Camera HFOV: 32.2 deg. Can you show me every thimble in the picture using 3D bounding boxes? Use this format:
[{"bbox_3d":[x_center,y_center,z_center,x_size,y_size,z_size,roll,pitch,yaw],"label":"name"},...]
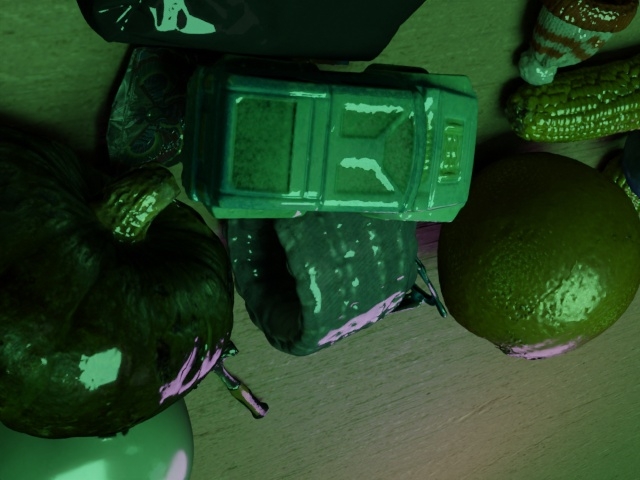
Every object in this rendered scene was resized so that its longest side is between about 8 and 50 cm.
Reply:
[{"bbox_3d":[0.000,0.000,1.228,0.172,0.205,0.236,-25,130,-24],"label":"thimble"}]

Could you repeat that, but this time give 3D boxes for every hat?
[{"bbox_3d":[0.286,-0.240,1.301,0.112,0.093,0.162,9,136,-16],"label":"hat"}]

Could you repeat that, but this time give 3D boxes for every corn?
[{"bbox_3d":[0.369,-0.181,1.438,0.313,0.102,0.102,-18,142,-27],"label":"corn"},{"bbox_3d":[0.449,-0.037,1.708,0.080,0.080,0.231,-20,142,-25],"label":"corn"}]

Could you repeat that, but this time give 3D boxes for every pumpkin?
[{"bbox_3d":[-0.206,0.046,0.969,0.325,0.232,0.242,25,112,-28],"label":"pumpkin"}]

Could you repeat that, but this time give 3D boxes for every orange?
[{"bbox_3d":[0.284,0.021,1.448,0.274,0.274,0.274,-25,145,-19],"label":"orange"}]

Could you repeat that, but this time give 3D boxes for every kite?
[{"bbox_3d":[-0.088,-0.138,1.129,0.285,0.015,0.152,-10,133,-36],"label":"kite"}]

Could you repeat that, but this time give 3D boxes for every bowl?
[{"bbox_3d":[-0.294,0.299,1.321,0.354,0.185,0.354,-24,144,-19],"label":"bowl"}]

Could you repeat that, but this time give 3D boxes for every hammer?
[{"bbox_3d":[-0.119,0.203,1.518,0.078,0.021,0.201,-35,146,-4],"label":"hammer"}]

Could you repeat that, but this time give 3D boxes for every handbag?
[{"bbox_3d":[-0.024,-0.279,0.881,0.302,0.178,0.275,-3,149,-41],"label":"handbag"}]

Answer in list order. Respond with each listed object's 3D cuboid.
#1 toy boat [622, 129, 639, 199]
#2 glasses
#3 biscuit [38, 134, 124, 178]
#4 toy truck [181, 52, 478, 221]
[{"bbox_3d":[0.569,-0.169,1.547,0.330,0.215,0.123,-28,135,-4],"label":"toy boat"},{"bbox_3d":[0.045,0.043,1.448,0.207,0.102,0.239,-12,150,11],"label":"glasses"},{"bbox_3d":[-0.250,-0.027,1.109,0.138,0.031,0.205,-43,148,8],"label":"biscuit"},{"bbox_3d":[0.014,-0.090,1.016,0.279,0.156,0.155,1,101,-25],"label":"toy truck"}]
